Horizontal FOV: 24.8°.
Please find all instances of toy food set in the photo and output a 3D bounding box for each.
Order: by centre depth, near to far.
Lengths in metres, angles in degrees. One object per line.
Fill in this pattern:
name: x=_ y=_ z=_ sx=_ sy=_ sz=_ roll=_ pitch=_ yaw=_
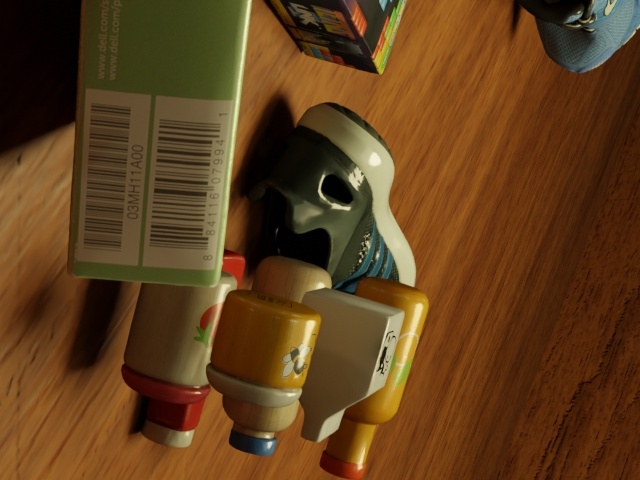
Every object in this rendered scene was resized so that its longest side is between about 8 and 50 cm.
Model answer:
toy food set: x=-0.026 y=0.067 z=0.676 sx=0.232 sy=0.111 sz=0.105 roll=-8 pitch=113 yaw=-77

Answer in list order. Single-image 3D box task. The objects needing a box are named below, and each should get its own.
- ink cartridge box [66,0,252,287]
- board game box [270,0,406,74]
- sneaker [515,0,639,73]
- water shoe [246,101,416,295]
ink cartridge box: x=-0.048 y=-0.117 z=0.515 sx=0.235 sy=0.056 sz=0.171 roll=-96 pitch=-168 yaw=-58
board game box: x=0.026 y=-0.183 z=0.714 sx=0.141 sy=0.048 sz=0.170 roll=40 pitch=67 yaw=-78
sneaker: x=0.199 y=-0.234 z=1.216 sx=0.147 sy=0.129 sz=0.330 roll=-54 pitch=157 yaw=-16
water shoe: x=0.000 y=0.000 z=0.826 sx=0.080 sy=0.073 sz=0.203 roll=-45 pitch=152 yaw=-16
